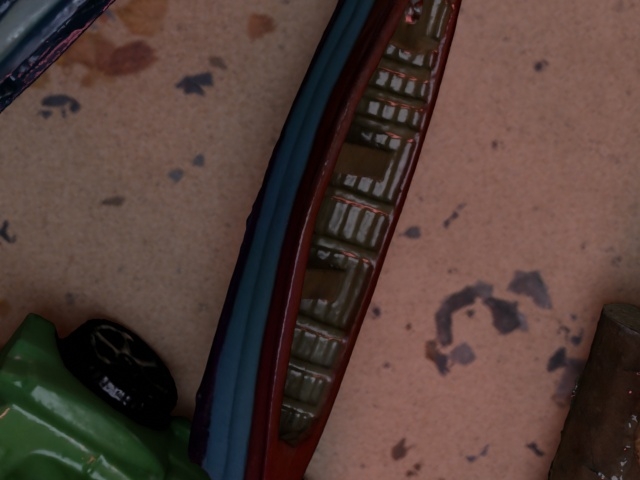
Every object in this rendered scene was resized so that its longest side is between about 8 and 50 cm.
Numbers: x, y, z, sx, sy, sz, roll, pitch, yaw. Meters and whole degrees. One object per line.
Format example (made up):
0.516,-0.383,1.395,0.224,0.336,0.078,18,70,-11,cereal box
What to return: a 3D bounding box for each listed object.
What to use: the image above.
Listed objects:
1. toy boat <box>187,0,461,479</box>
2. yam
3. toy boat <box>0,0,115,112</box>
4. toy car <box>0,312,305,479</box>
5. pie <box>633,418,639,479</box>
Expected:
0.000,0.000,1.156,0.079,0.136,0.392,23,97,25,toy boat
0.206,0.170,1.251,0.093,0.093,0.259,15,111,-4,yam
-0.235,-0.111,1.155,0.299,0.096,0.062,-40,95,18,toy boat
-0.165,0.204,1.231,0.358,0.176,0.213,40,108,-14,toy car
0.296,0.118,1.196,0.218,0.052,0.185,-17,129,-37,pie
